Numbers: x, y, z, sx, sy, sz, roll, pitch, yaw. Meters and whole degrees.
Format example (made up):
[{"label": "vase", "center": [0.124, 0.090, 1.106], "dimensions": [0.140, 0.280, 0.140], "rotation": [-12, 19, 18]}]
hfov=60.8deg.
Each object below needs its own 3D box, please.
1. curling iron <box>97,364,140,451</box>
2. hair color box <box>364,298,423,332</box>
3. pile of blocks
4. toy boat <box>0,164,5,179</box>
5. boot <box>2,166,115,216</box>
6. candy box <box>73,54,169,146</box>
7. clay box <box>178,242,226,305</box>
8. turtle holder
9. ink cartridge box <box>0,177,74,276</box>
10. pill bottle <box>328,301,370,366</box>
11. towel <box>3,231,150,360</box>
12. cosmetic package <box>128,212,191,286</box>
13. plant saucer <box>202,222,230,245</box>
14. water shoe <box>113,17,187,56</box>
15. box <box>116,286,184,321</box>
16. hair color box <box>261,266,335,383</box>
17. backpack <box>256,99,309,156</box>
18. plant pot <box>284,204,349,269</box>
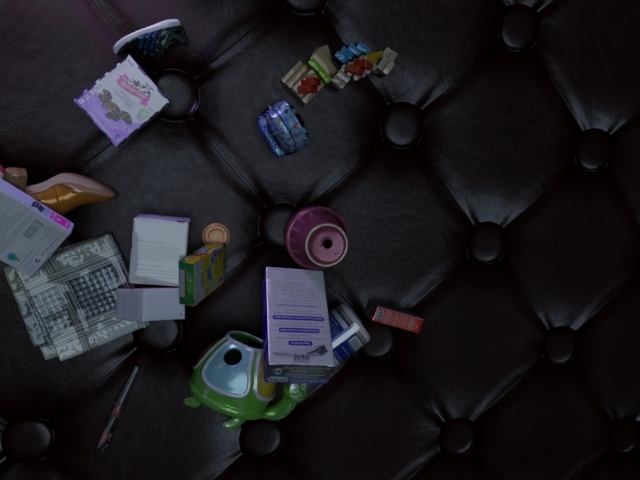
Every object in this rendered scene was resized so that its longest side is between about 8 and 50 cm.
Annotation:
[{"label": "curling iron", "center": [-0.616, 0.508, 1.662], "dimensions": [0.035, 0.068, 0.274], "rotation": [22, 88, -13]}, {"label": "hair color box", "center": [0.238, 0.247, 1.783], "dimensions": [0.167, 0.093, 0.053], "rotation": [19, 94, -14]}, {"label": "pile of blocks", "center": [0.064, -0.518, 1.612], "dimensions": [0.362, 0.112, 0.149], "rotation": [-22, 103, -8]}, {"label": "toy boat", "center": [-0.964, -0.164, 1.450], "dimensions": [0.231, 0.151, 0.151], "rotation": [-18, 73, -9]}, {"label": "boot", "center": [-0.746, -0.081, 1.527], "dimensions": [0.295, 0.104, 0.211], "rotation": [8, 117, -31]}, {"label": "candy box", "center": [-0.548, -0.386, 1.522], "dimensions": [0.196, 0.070, 0.165], "rotation": [-41, 105, -3]}, {"label": "clay box", "center": [-0.336, 0.089, 1.580], "dimensions": [0.053, 0.222, 0.128], "rotation": [6, 106, 12]}, {"label": "turtle holder", "center": [-0.226, 0.410, 1.605], "dimensions": [0.243, 0.320, 0.227], "rotation": [14, 98, -52]}, {"label": "ink cartridge box", "center": [-0.830, -0.056, 1.409], "dimensions": [0.186, 0.065, 0.311], "rotation": [-43, 123, 14]}, {"label": "pill bottle", "center": [0.012, 0.328, 1.716], "dimensions": [0.264, 0.153, 0.153], "rotation": [-36, 104, -5]}, {"label": "towel", "center": [-0.707, 0.169, 1.586], "dimensions": [0.324, 0.056, 0.312], "rotation": [-20, 103, -8]}, {"label": "cosmetic package", "center": [-0.457, 0.024, 1.567], "dimensions": [0.151, 0.151, 0.184], "rotation": [5, 97, -12]}, {"label": "plant saucer", "center": [-0.317, -0.012, 1.662], "dimensions": [0.083, 0.013, 0.084], "rotation": [-2, 100, -12]}, {"label": "water shoe", "center": [-0.470, -0.545, 1.513], "dimensions": [0.203, 0.073, 0.080], "rotation": [-26, 106, -7]}, {"label": "box", "center": [-0.483, 0.179, 1.550], "dimensions": [0.130, 0.170, 0.091], "rotation": [4, 84, -44]}, {"label": "hair color box", "center": [-0.073, 0.242, 1.598], "dimensions": [0.185, 0.339, 0.110], "rotation": [5, 135, -12]}, {"label": "backpack", "center": [-0.105, -0.321, 1.576], "dimensions": [0.117, 0.173, 0.158], "rotation": [-31, 105, -6]}, {"label": "plant pot", "center": [0.000, 0.000, 1.647], "dimensions": [0.201, 0.180, 0.201], "rotation": [-2, 99, -11]}]
